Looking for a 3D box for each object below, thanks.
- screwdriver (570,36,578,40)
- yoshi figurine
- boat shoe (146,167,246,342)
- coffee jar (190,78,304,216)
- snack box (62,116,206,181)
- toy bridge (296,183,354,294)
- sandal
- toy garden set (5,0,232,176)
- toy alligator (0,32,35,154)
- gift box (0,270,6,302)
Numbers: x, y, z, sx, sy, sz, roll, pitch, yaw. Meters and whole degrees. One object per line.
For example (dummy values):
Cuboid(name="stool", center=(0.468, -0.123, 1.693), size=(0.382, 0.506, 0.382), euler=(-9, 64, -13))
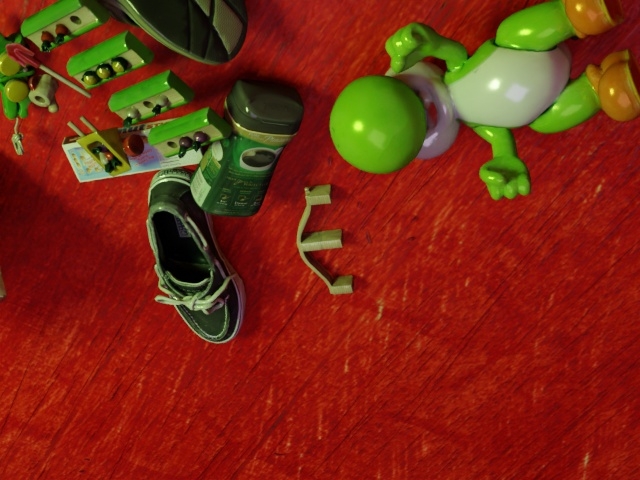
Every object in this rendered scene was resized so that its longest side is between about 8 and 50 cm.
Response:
Cuboid(name="screwdriver", center=(0.341, -0.291, 1.168), size=(0.025, 0.024, 0.170), euler=(44, 118, 5))
Cuboid(name="yoshi figurine", center=(0.159, -0.154, 1.147), size=(0.362, 0.204, 0.203), euler=(-16, 152, 28))
Cuboid(name="boat shoe", center=(-0.174, 0.048, 1.441), size=(0.113, 0.105, 0.306), euler=(-1, 130, 5))
Cuboid(name="coffee jar", center=(-0.092, -0.117, 1.303), size=(0.096, 0.079, 0.184), euler=(3, 136, -30))
Cuboid(name="snack box", center=(-0.243, -0.119, 1.357), size=(0.178, 0.022, 0.064), euler=(-8, 130, 11))
Cuboid(name="toy bridge", center=(0.000, 0.000, 1.438), size=(0.063, 0.026, 0.188), euler=(-6, 130, 11))
Cuboid(name="sandal", center=(-0.217, -0.300, 1.160), size=(0.302, 0.120, 0.086), euler=(27, 170, -14))
Cuboid(name="toy garden set", center=(-0.259, -0.164, 1.216), size=(0.203, 0.049, 0.244), euler=(-13, 138, 40))
Cuboid(name="toy alligator", center=(-0.375, -0.193, 1.288), size=(0.051, 0.056, 0.190), euler=(-28, 136, -26))
Cuboid(name="gift box", center=(-0.561, 0.010, 1.327), size=(0.255, 0.258, 0.276), euler=(-33, 157, 32))
